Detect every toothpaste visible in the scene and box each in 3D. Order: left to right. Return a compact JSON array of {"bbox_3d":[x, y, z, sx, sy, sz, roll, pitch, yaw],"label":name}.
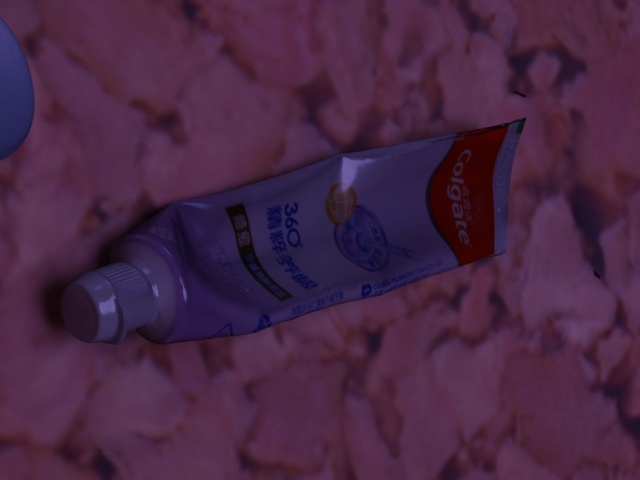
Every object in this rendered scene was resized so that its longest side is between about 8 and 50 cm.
[{"bbox_3d":[0.000,0.000,0.916,0.301,0.048,0.075,-17,96,-45],"label":"toothpaste"}]

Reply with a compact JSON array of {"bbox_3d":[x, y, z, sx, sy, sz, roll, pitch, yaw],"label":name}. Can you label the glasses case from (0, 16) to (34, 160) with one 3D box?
[{"bbox_3d":[-0.186,-0.040,0.740,0.178,0.045,0.067,-30,108,-39],"label":"glasses case"}]
